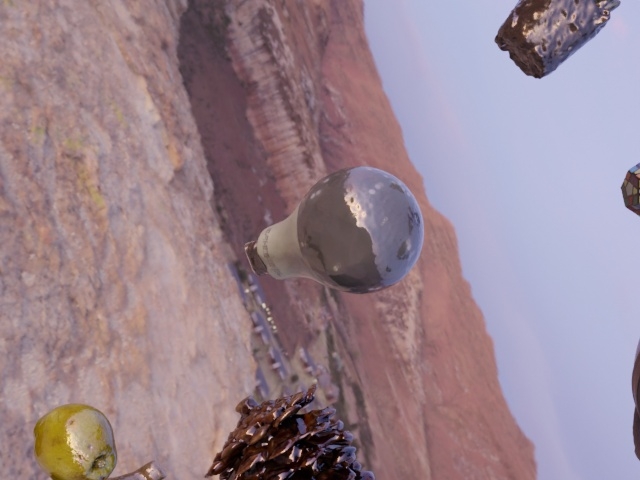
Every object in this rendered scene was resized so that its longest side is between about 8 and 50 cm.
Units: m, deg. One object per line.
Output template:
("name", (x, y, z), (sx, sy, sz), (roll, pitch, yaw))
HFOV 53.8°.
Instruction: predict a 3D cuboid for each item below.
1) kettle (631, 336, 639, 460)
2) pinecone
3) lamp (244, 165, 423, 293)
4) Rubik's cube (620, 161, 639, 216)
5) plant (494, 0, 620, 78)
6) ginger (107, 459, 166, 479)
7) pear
("kettle", (0.516, 0.171, 0.821), (0.271, 0.207, 0.251), (-33, 117, -63))
("pinecone", (-0.042, 0.350, 0.940), (0.273, 0.224, 0.224), (56, 2, 15))
("lamp", (-0.002, -0.016, 0.930), (0.182, 0.313, 0.182), (-4, 94, -60))
("Rubik's cube", (0.677, -0.104, 1.270), (0.133, 0.112, 0.133), (24, -5, 2))
("plant", (0.383, -0.366, 1.014), (0.132, 0.194, 0.129), (42, 3, -10))
("ginger", (-0.395, 0.423, 0.973), (0.080, 0.166, 0.333), (60, 17, 11))
("pear", (-0.337, 0.282, 0.871), (0.107, 0.131, 0.107), (-32, 128, -53))
